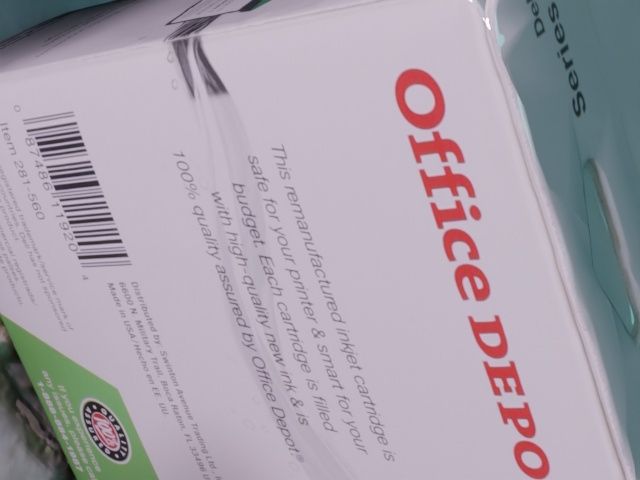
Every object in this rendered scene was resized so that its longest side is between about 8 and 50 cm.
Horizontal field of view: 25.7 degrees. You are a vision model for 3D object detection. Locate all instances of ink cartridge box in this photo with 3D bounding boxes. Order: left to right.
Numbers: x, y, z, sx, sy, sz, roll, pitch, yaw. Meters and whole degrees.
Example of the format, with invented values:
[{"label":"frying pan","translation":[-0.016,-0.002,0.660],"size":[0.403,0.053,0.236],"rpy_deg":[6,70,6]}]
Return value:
[{"label":"ink cartridge box","translation":[0.000,0.000,0.419],"size":[0.092,0.219,0.160],"rpy_deg":[-40,117,-45]}]
